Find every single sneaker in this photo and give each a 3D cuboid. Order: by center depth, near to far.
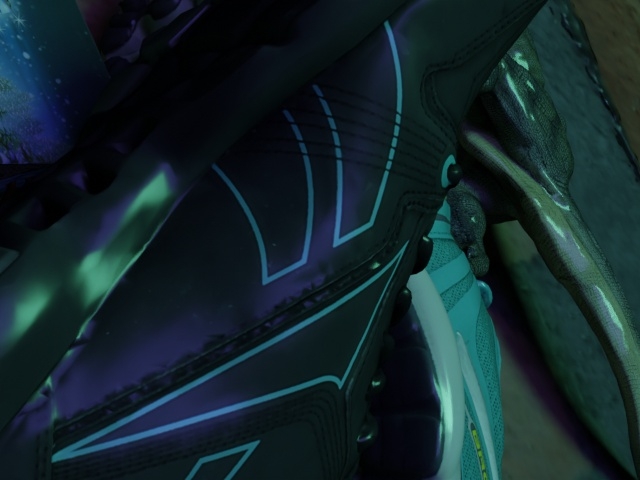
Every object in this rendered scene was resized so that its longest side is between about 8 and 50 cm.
[{"bbox_3d":[-0.023,0.006,0.500,0.267,0.101,0.106,-44,109,-21],"label":"sneaker"},{"bbox_3d":[0.000,0.000,0.613,0.110,0.107,0.275,41,35,-53],"label":"sneaker"}]

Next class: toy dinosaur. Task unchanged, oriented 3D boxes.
[{"bbox_3d":[0.059,-0.031,0.724,0.118,0.064,0.268,9,56,-55],"label":"toy dinosaur"}]

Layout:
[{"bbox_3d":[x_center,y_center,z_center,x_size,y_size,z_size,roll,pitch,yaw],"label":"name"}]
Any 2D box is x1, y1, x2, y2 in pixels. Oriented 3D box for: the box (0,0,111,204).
[{"bbox_3d":[-0.158,-0.107,0.540,0.159,0.044,0.233,-3,62,-51],"label":"box"}]
